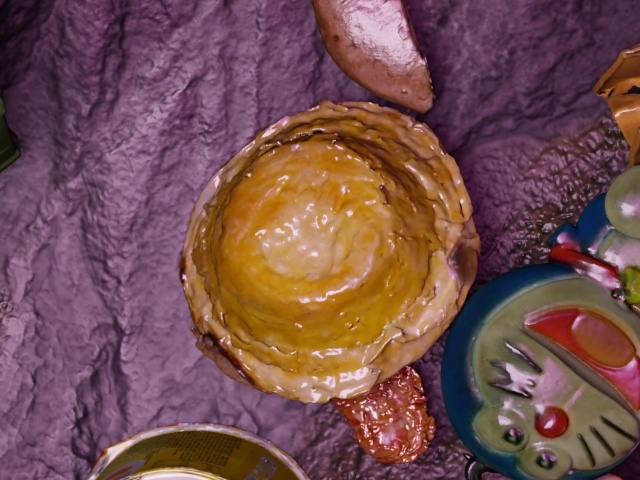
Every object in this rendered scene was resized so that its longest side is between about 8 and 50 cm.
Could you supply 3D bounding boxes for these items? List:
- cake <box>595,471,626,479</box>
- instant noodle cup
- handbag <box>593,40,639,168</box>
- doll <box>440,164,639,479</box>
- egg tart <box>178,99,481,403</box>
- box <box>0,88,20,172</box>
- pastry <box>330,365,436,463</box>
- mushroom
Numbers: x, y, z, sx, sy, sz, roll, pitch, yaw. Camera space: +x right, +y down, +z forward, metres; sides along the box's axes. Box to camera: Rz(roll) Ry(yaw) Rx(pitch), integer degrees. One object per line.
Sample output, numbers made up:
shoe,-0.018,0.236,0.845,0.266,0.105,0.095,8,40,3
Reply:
cake,0.297,0.334,1.655,0.262,0.159,0.158,40,87,2
instant noodle cup,-0.120,0.298,1.656,0.264,0.200,0.264,0,89,1
handbag,0.446,-0.166,1.601,0.401,0.283,0.133,-15,85,3
doll,0.233,0.091,1.653,0.198,0.186,0.322,43,86,-7
egg tart,0.000,0.000,1.666,0.295,0.116,0.294,-4,71,12
box,-0.392,-0.134,1.632,0.178,0.329,0.252,-37,89,-11
pastry,0.046,0.130,1.725,0.087,0.063,0.169,-21,82,-7
mushroom,0.043,-0.214,1.728,0.094,0.072,0.209,-15,88,11
